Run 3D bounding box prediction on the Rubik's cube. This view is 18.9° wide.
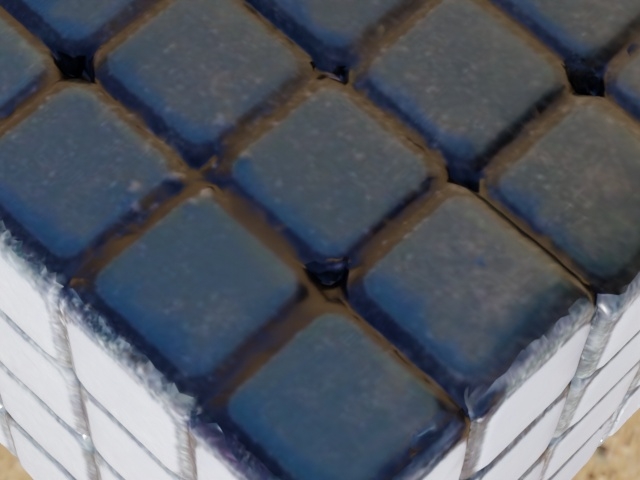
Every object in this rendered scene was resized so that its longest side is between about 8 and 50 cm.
[{"bbox_3d":[0.000,0.000,1.004,0.344,0.337,0.344,40,157,18],"label":"Rubik's cube"}]
